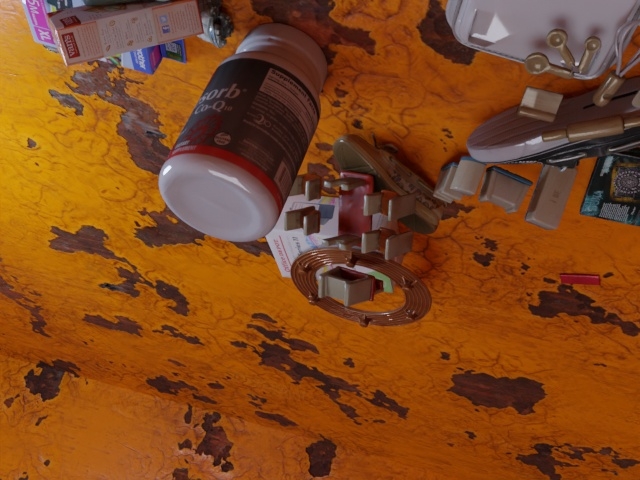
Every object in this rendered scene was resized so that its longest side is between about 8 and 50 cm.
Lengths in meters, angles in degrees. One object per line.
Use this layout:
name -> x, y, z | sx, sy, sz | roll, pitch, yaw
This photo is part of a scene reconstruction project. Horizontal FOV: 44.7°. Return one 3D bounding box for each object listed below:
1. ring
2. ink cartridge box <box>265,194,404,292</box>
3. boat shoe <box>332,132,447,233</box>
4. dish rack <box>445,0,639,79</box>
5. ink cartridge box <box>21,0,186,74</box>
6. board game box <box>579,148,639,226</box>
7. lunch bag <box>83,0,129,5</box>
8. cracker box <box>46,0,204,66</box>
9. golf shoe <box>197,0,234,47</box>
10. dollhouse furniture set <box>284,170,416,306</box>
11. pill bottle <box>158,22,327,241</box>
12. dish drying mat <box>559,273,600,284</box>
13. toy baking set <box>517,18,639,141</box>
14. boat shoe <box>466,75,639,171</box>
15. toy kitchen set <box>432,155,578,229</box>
ring -> 0.089, 0.120, 1.799 | 0.336, 0.032, 0.336 | 14, 150, 8
ink cartridge box -> 0.000, 0.000, 1.804 | 0.353, 0.119, 0.207 | 7, 146, 20
boat shoe -> 0.142, -0.128, 1.588 | 0.285, 0.089, 0.104 | 41, 157, -23
dish rack -> 0.340, -0.372, 1.125 | 0.285, 0.072, 0.333 | 18, 146, 5
ink cartridge box -> -0.416, -0.423, 1.480 | 0.311, 0.065, 0.186 | 15, 147, 6
board game box -> 0.560, -0.100, 1.435 | 0.126, 0.026, 0.186 | 13, 147, 13
lunch bag -> -0.291, -0.498, 1.211 | 0.262, 0.160, 0.223 | 3, 145, 19
cracker box -> -0.330, -0.365, 1.308 | 0.156, 0.232, 0.067 | -135, 30, -56
golf shoe -> -0.211, -0.418, 1.370 | 0.086, 0.069, 0.176 | 18, 147, 15
dollhouse furniture set -> 0.068, -0.010, 1.574 | 0.262, 0.135, 0.259 | 15, 111, 37
pill bottle -> -0.120, -0.196, 1.363 | 0.210, 0.363, 0.210 | 14, 147, 9
dish drying mat -> 0.571, 0.085, 1.714 | 0.083, 0.008, 0.032 | 2, 142, 28
toy baking set -> 0.421, -0.233, 1.163 | 0.256, 0.030, 0.197 | -4, 133, 19
boat shoe -> 0.417, -0.171, 1.323 | 0.335, 0.121, 0.119 | -9, 132, 35
toy kitchen set -> 0.347, -0.110, 1.493 | 0.207, 0.122, 0.166 | 23, 174, -7
